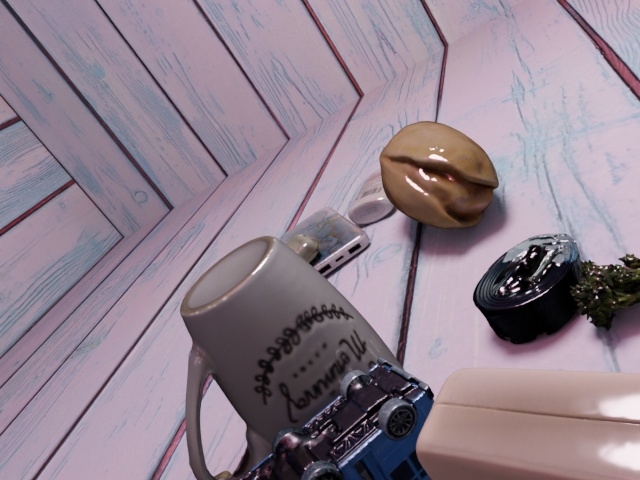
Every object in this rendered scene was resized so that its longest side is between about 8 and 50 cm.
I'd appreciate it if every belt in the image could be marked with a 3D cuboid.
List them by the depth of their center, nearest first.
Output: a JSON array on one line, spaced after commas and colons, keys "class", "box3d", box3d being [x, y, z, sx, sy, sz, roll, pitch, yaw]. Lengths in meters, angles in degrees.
[{"class": "belt", "box3d": [0.235, 0.048, 0.598, 0.140, 0.058, 0.105, -43, 21, -22]}]

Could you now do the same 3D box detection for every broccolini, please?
[{"class": "broccolini", "box3d": [0.336, 0.019, 0.499, 0.201, 0.058, 0.074, -28, 28, 24]}]

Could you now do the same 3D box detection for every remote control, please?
[{"class": "remote control", "box3d": [-0.120, 0.108, 1.011, 0.309, 0.038, 0.090, -48, 24, -4]}]

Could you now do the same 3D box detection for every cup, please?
[{"class": "cup", "box3d": [-0.061, 0.148, 0.603, 0.258, 0.234, 0.186, -47, 22, -24]}]

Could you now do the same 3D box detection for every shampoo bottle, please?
[{"class": "shampoo bottle", "box3d": [0.132, -0.116, 1.156, 0.108, 0.051, 0.221, -23, 23, 34]}]

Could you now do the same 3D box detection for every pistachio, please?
[{"class": "pistachio", "box3d": [0.189, -0.110, 0.897, 0.293, 0.181, 0.162, -117, 45, -73]}]

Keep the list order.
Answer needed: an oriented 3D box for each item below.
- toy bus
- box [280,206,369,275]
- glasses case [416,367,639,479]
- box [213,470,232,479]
[{"class": "toy bus", "box3d": [0.028, 0.208, 0.500, 0.184, 0.106, 0.090, -36, 22, -17]}, {"class": "box", "box3d": [0.000, 0.000, 1.124, 0.142, 0.044, 0.285, -33, 20, -5]}, {"class": "glasses case", "box3d": [0.219, 0.143, 0.281, 0.336, 0.144, 0.076, -11, 30, 48]}, {"class": "box", "box3d": [-0.213, 0.385, 0.581, 0.270, 0.045, 0.211, -31, 19, 14]}]
